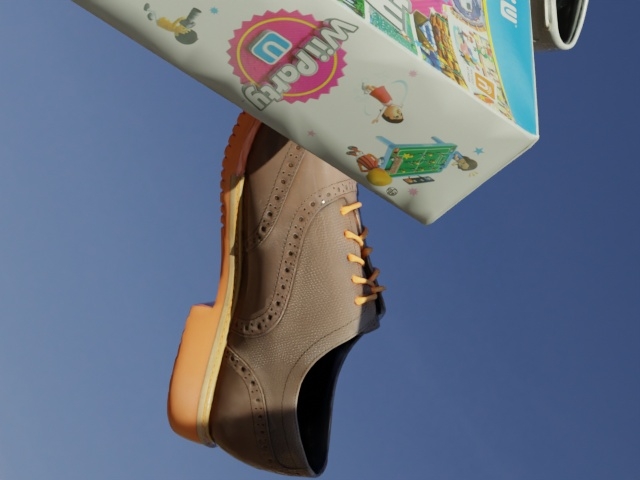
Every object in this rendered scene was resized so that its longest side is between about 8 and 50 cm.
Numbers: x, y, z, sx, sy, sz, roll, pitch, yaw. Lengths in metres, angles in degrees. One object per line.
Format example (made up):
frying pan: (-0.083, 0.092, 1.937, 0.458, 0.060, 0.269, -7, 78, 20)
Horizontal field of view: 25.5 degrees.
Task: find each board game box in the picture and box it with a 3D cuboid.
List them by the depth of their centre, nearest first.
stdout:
board game box: (-0.025, -0.177, 0.773, 0.097, 0.303, 0.224, -40, -149, 36)

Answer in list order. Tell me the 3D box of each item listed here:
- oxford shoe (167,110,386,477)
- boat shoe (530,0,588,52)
oxford shoe: (0.000, 0.000, 1.027, 0.132, 0.130, 0.364, 23, -70, 22)
boat shoe: (0.206, -0.263, 1.155, 0.081, 0.079, 0.228, 17, -82, 43)
